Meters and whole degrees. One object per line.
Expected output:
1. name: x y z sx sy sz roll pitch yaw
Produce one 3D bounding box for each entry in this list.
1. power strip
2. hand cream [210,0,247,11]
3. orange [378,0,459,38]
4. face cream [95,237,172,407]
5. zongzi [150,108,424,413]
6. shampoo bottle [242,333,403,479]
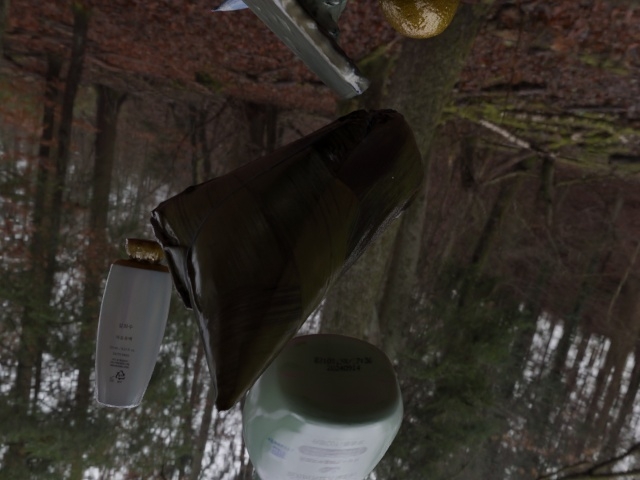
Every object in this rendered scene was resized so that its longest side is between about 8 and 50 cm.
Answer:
1. power strip: -0.022 -0.215 0.457 0.198 0.064 0.213 46 -173 -11
2. hand cream: -0.058 -0.406 0.795 0.255 0.055 0.088 -10 -157 37
3. orange: 0.108 -0.273 0.582 0.095 0.085 0.085 41 -165 -2
4. face cream: -0.208 0.088 0.580 0.072 0.182 0.051 9 176 -5
5. zongzi: 0.000 0.000 0.467 0.285 0.139 0.300 -27 -153 -4
6. shampoo bottle: -0.014 0.304 0.780 0.221 0.350 0.151 5 -141 -15
